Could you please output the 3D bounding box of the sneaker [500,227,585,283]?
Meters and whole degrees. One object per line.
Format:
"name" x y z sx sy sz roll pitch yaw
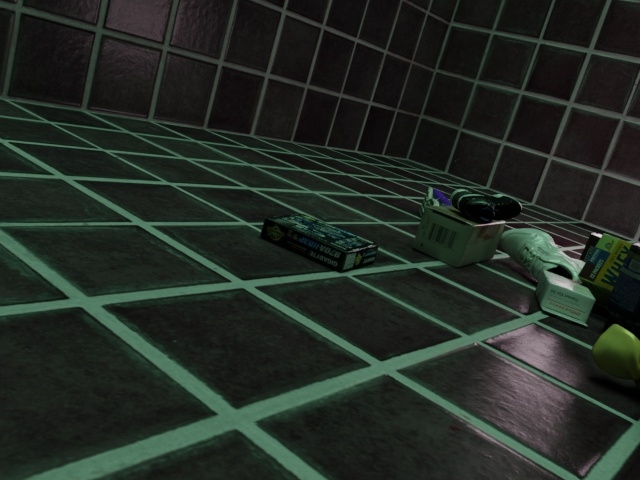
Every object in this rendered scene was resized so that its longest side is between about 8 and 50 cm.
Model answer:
"sneaker" 0.632 0.051 1.838 0.152 0.114 0.305 -1 29 -45

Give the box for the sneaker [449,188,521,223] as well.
"sneaker" 0.472 -0.078 1.771 0.217 0.079 0.121 7 22 -15

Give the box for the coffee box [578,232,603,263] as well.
"coffee box" 0.950 0.088 2.023 0.247 0.141 0.098 27 18 31

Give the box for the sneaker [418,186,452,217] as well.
"sneaker" 0.442 -0.104 2.317 0.146 0.102 0.293 20 19 -1

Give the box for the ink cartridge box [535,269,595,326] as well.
"ink cartridge box" 0.603 0.140 1.589 0.115 0.067 0.198 20 14 10

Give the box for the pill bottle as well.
"pill bottle" 0.733 0.127 1.473 0.123 0.219 0.123 16 14 -4

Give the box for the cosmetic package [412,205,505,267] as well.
"cosmetic package" 0.404 -0.019 1.853 0.153 0.129 0.296 25 15 27

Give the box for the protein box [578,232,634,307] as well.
"protein box" 0.808 0.111 1.659 0.201 0.135 0.200 28 -7 41

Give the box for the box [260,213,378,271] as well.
"box" 0.000 0.000 1.476 0.220 0.051 0.175 23 15 24

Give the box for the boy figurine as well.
"boy figurine" 0.626 0.244 1.138 0.285 0.092 0.177 26 -7 20
